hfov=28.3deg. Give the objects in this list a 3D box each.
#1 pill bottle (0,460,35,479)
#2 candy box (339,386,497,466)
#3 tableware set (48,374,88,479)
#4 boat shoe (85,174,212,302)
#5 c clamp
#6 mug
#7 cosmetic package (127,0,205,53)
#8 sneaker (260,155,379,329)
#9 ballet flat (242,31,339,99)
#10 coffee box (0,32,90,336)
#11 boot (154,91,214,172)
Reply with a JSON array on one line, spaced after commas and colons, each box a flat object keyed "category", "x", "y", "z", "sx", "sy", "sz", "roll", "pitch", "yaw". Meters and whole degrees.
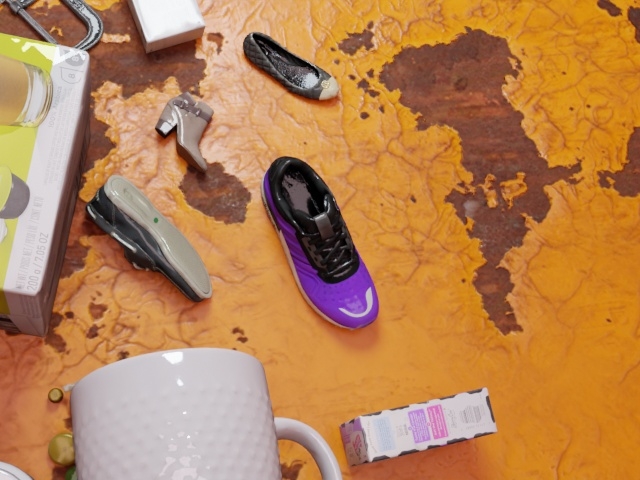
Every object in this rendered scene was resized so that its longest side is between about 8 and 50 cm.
[{"category": "pill bottle", "x": -0.443, "y": 0.375, "z": 1.686, "sx": 0.161, "sy": 0.283, "sz": 0.161, "roll": 2, "pitch": 78, "yaw": -9}, {"category": "candy box", "x": 0.140, "y": 0.278, "z": 1.874, "sx": 0.196, "sy": 0.165, "sz": 0.070, "roll": -11, "pitch": 80, "yaw": -13}, {"category": "tableware set", "x": -0.354, "y": 0.283, "z": 1.859, "sx": 0.104, "sy": 0.024, "sz": 0.154, "roll": -25, "pitch": 85, "yaw": -11}, {"category": "boat shoe", "x": -0.256, "y": 0.009, "z": 1.918, "sx": 0.079, "sy": 0.084, "sz": 0.233, "roll": -41, "pitch": 96, "yaw": 22}, {"category": "c clamp", "x": -0.427, "y": -0.342, "z": 1.981, "sx": 0.161, "sy": 0.022, "sz": 0.137, "roll": 39, "pitch": 69, "yaw": 1}, {"category": "mug", "x": -0.141, "y": 0.347, "z": 1.730, "sx": 0.374, "sy": 0.276, "sz": 0.328, "roll": 1, "pitch": 64, "yaw": -25}, {"category": "cosmetic package", "x": -0.268, "y": -0.424, "z": 2.003, "sx": 0.099, "sy": 0.060, "sz": 0.239, "roll": -19, "pitch": 82, "yaw": -11}, {"category": "sneaker", "x": -0.001, "y": 0.000, "z": 1.917, "sx": 0.102, "sy": 0.146, "sz": 0.293, "roll": -29, "pitch": 84, "yaw": -15}, {"category": "ballet flat", "x": -0.048, "y": -0.274, "z": 2.017, "sx": 0.173, "sy": 0.049, "sz": 0.057, "roll": 28, "pitch": 76, "yaw": -3}, {"category": "coffee box", "x": -0.512, "y": -0.082, "z": 1.743, "sx": 0.335, "sy": 0.338, "sz": 0.337, "roll": 11, "pitch": 76, "yaw": -7}, {"category": "boot", "x": -0.197, "y": -0.173, "z": 1.976, "sx": 0.118, "sy": 0.042, "sz": 0.087, "roll": 45, "pitch": 67, "yaw": -6}]
